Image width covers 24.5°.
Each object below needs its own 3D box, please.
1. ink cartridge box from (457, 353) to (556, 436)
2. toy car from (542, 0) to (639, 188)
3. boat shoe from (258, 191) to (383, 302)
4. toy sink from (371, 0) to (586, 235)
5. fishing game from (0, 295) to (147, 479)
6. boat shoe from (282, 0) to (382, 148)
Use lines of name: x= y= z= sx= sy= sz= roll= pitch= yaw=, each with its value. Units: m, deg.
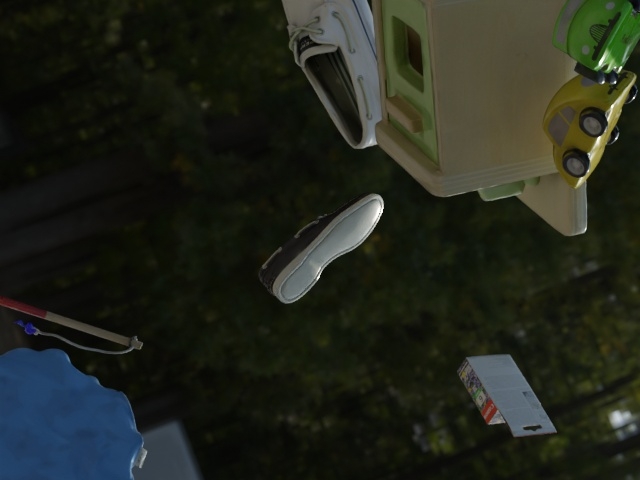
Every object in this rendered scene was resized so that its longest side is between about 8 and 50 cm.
ink cartridge box: x=0.204 y=0.176 z=1.617 sx=0.115 sy=0.063 sz=0.029 roll=61 pitch=-41 yaw=37
toy car: x=0.205 y=-0.148 z=1.034 sx=0.053 sy=0.239 sz=0.225 roll=31 pitch=14 yaw=16
boat shoe: x=0.000 y=0.000 z=1.264 sx=0.038 sy=0.125 sz=0.046 roll=40 pitch=-7 yaw=40
toy sink: x=0.124 y=-0.120 z=1.210 sx=0.153 sy=0.131 sz=0.234 roll=-127 pitch=-153 yaw=-61
fishing game: x=-0.244 y=0.173 z=1.257 sx=0.041 sy=0.189 sz=0.264 roll=116 pitch=-11 yaw=-49
boat shoe: x=0.010 y=-0.193 z=1.427 sx=0.226 sy=0.076 sz=0.083 roll=57 pitch=-42 yaw=6
